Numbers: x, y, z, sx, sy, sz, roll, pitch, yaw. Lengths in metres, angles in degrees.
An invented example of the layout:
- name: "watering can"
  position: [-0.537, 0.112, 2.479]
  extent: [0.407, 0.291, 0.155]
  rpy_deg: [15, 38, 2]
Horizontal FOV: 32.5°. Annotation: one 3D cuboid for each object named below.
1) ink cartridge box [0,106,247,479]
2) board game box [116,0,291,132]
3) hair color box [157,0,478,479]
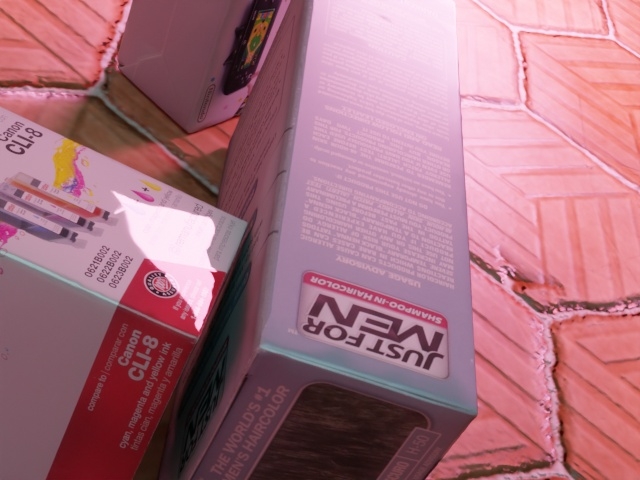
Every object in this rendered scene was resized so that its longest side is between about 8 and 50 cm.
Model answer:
- name: "ink cartridge box"
  position: [-0.149, 0.028, 0.552]
  extent: [0.176, 0.127, 0.128]
  rpy_deg: [24, 27, -5]
- name: "board game box"
  position: [-0.003, -0.237, 0.899]
  extent: [0.097, 0.224, 0.303]
  rpy_deg: [42, 42, 18]
- name: "hair color box"
  position: [0.000, 0.000, 0.677]
  extent: [0.113, 0.185, 0.374]
  rpy_deg: [19, 41, -11]
